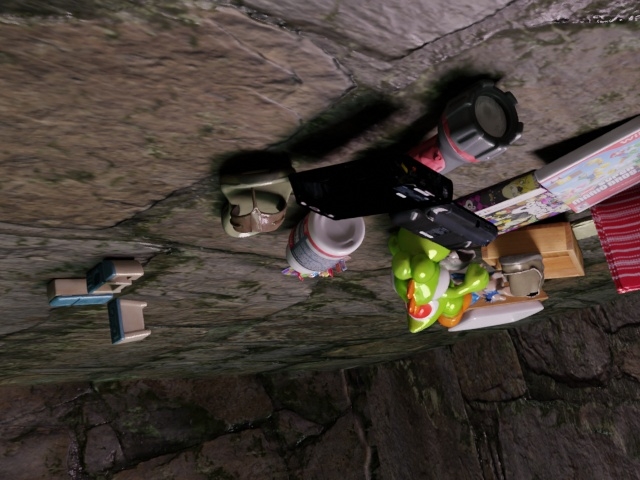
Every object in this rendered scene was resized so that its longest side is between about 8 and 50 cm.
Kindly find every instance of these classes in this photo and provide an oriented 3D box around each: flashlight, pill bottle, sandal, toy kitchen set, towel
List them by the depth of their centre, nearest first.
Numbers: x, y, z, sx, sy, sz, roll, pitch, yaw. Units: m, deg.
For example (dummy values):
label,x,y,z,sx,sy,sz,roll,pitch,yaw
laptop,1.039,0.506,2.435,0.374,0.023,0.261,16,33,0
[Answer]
label,x,y,z,sx,sy,sz,roll,pitch,yaw
flashlight,0.156,-0.127,1.143,0.103,0.103,0.304,-46,-170,-33
sandal,-0.098,-0.047,1.261,0.120,0.086,0.303,-8,165,-9
pill bottle,0.000,0.000,1.458,0.108,0.107,0.180,-4,163,-23
towel,0.646,-0.028,1.531,0.199,0.274,0.031,-13,140,12
toy kitchen set,-0.439,0.137,1.539,0.122,0.166,0.207,1,161,-37
towel,0.663,-0.030,1.958,0.110,0.027,0.148,-19,163,31

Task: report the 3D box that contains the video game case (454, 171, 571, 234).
label,x,y,z,sx,sy,sz,roll,pitch,yaw
video game case,0.392,-0.069,1.600,0.210,0.041,0.232,-21,162,33

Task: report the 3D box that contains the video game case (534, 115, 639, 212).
label,x,y,z,sx,sy,sz,roll,pitch,yaw
video game case,0.523,-0.131,1.429,0.204,0.025,0.285,-29,157,24

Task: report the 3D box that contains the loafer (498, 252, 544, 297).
label,x,y,z,sx,sy,sz,roll,pitch,yaw
loafer,0.475,0.084,1.810,0.094,0.087,0.251,-8,167,26

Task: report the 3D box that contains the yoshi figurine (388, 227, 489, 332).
label,x,y,z,sx,sy,sz,roll,pitch,yaw
yoshi figurine,0.237,0.056,1.674,0.204,0.203,0.362,-26,157,6

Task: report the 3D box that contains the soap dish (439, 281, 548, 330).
label,x,y,z,sx,sy,sz,roll,pitch,yaw
soap dish,0.560,0.209,2.573,0.291,0.118,0.229,-6,164,-17

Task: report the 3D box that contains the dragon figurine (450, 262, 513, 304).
label,x,y,z,sx,sy,sz,roll,pitch,yaw
dragon figurine,0.375,0.113,1.930,0.289,0.085,0.144,1,165,-28

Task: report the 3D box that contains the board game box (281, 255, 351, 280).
label,x,y,z,sx,sy,sz,roll,pitch,yaw
board game box,-0.009,0.073,1.857,0.133,0.033,0.169,1,160,-37

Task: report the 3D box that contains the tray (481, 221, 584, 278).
label,x,y,z,sx,sy,sz,roll,pitch,yaw
tray,0.544,0.035,1.977,0.203,0.076,0.411,-7,168,21

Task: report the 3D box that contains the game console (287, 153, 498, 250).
label,x,y,z,sx,sy,sz,roll,pitch,yaw
game console,0.135,-0.046,1.199,0.213,0.043,0.361,-7,160,40

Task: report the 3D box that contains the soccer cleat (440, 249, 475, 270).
label,x,y,z,sx,sy,sz,roll,pitch,yaw
soccer cleat,0.294,0.047,1.927,0.196,0.068,0.076,-5,155,-35
